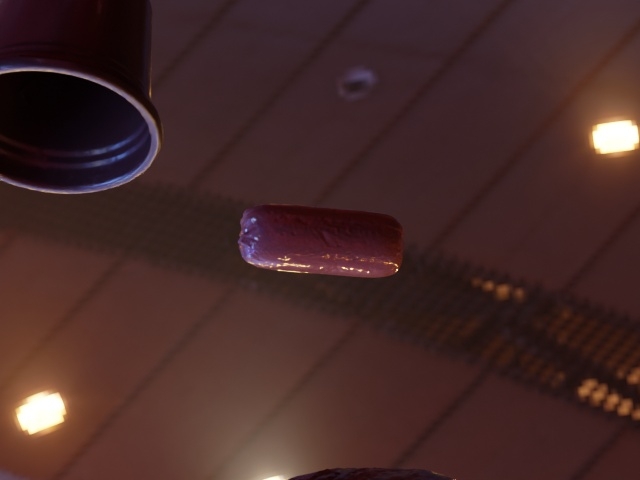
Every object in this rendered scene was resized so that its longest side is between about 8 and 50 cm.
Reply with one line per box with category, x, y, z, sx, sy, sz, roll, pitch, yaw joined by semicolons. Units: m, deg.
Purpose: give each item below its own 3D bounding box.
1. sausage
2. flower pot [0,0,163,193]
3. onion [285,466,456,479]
sausage;0.000;0.000;1.766;0.154;0.062;0.062;5;-147;-16
flower pot;-0.127;-0.089;0.947;0.111;0.111;0.089;-4;-122;14
onion;0.002;0.347;1.347;0.398;0.420;0.398;-7;-102;33
